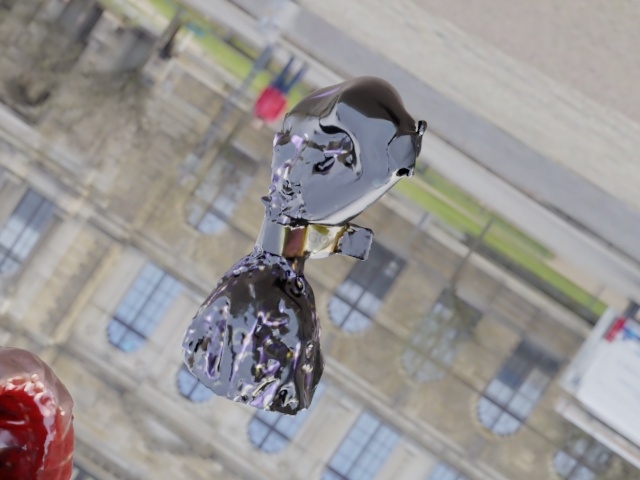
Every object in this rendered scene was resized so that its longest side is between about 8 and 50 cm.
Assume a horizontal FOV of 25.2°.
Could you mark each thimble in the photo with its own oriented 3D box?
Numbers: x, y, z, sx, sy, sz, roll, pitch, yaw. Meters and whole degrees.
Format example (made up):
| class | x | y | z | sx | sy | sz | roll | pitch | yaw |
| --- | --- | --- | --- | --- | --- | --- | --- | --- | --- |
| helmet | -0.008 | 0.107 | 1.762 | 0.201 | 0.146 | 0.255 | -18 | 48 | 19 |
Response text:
| class | x | y | z | sx | sy | sz | roll | pitch | yaw |
| --- | --- | --- | --- | --- | --- | --- | --- | --- | --- |
| thimble | -0.314 | 0.186 | 1.289 | 0.125 | 0.189 | 0.163 | 7 | 172 | 38 |

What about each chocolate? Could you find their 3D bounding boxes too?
| class | x | y | z | sx | sy | sz | roll | pitch | yaw |
| --- | --- | --- | --- | --- | --- | --- | --- | --- | --- |
| chocolate | -0.002 | -0.001 | 0.581 | 0.070 | 0.147 | 0.072 | 4 | -147 | -51 |
